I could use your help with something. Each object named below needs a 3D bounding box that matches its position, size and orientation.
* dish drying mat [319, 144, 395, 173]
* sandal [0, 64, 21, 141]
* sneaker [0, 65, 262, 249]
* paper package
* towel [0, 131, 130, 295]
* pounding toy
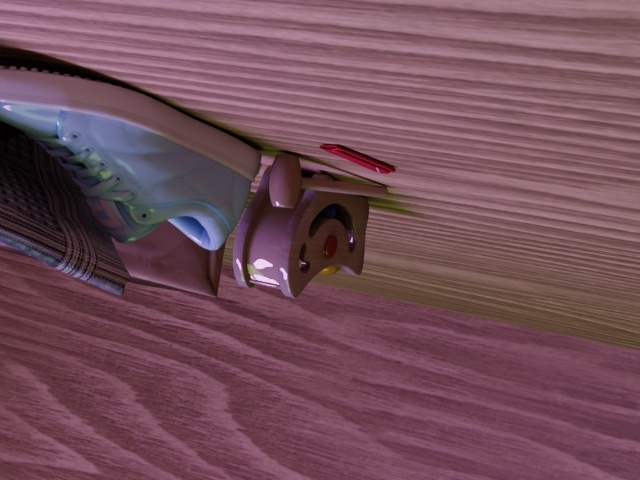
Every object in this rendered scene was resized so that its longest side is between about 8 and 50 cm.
[{"bbox_3d":[0.040,-0.086,1.499,0.083,0.008,0.032,19,174,-36],"label":"dish drying mat"},{"bbox_3d":[-0.388,-0.161,1.481,0.219,0.090,0.060,6,-147,-52],"label":"sandal"},{"bbox_3d":[-0.215,-0.077,1.510,0.366,0.150,0.135,19,171,-39],"label":"sneaker"},{"bbox_3d":[-0.323,-0.037,2.063,0.309,0.168,0.325,16,173,-30],"label":"paper package"},{"bbox_3d":[-0.360,-0.088,1.553,0.312,0.056,0.324,28,-164,-30],"label":"towel"},{"bbox_3d":[0.000,0.000,1.692,0.155,0.154,0.269,12,174,26],"label":"pounding toy"}]
